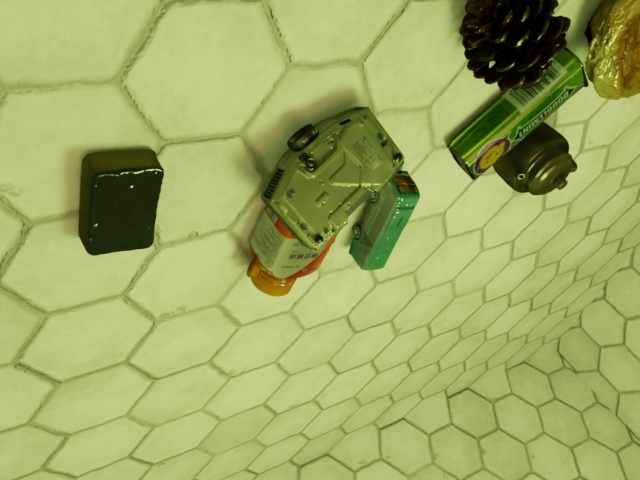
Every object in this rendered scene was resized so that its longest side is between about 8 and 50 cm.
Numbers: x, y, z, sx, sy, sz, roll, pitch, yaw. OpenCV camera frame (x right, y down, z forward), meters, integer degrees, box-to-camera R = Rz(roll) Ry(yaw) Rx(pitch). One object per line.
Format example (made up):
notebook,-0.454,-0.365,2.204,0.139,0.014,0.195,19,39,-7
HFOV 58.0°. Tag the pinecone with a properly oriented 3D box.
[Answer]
pinecone,0.355,-0.394,1.093,0.208,0.207,0.207,-23,145,-18

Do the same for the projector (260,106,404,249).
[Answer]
projector,0.021,-0.133,1.115,0.269,0.088,0.193,-45,113,-9

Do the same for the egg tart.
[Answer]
egg tart,0.733,-0.497,1.322,0.352,0.150,0.351,-20,138,-20

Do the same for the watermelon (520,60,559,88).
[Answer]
watermelon,0.452,-0.382,1.246,0.133,0.105,0.105,-5,140,-7

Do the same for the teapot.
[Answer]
teapot,0.594,-0.201,1.541,0.268,0.175,0.185,-11,141,-33

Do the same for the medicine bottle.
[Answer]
medicine bottle,-0.069,0.013,1.270,0.150,0.112,0.222,-1,133,-38

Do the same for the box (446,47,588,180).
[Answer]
box,0.470,-0.298,1.378,0.346,0.097,0.134,-41,148,8

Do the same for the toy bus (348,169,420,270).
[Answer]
toy bus,0.152,-0.046,1.405,0.091,0.109,0.261,-5,135,-29

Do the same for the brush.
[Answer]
brush,-0.341,-0.062,0.987,0.123,0.059,0.197,-12,140,-34
